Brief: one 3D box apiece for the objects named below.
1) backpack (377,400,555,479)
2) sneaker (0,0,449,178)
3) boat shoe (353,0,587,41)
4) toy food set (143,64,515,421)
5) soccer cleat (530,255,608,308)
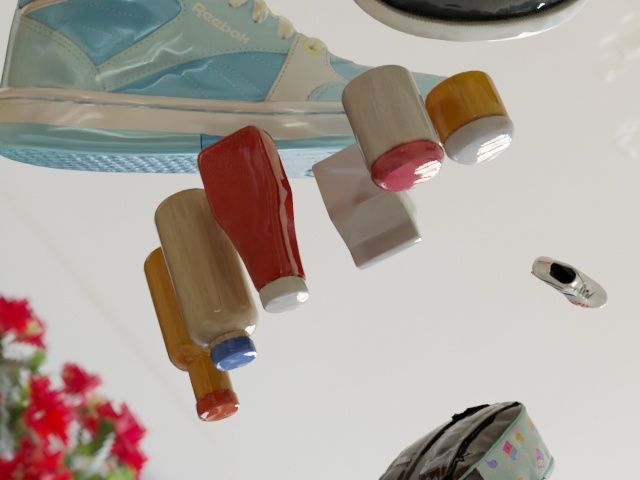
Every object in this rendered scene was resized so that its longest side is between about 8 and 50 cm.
[{"bbox_3d":[0.146,0.248,1.372,0.144,0.166,0.188,53,39,-9],"label":"backpack"},{"bbox_3d":[-0.055,-0.149,0.913,0.127,0.319,0.208,109,-17,-82],"label":"sneaker"},{"bbox_3d":[0.144,-0.195,0.777,0.114,0.302,0.091,44,-37,28],"label":"boat shoe"},{"bbox_3d":[0.000,0.000,0.740,0.111,0.232,0.104,36,31,-60],"label":"toy food set"},{"bbox_3d":[0.227,0.039,1.253,0.083,0.029,0.035,30,-10,-18],"label":"soccer cleat"}]
